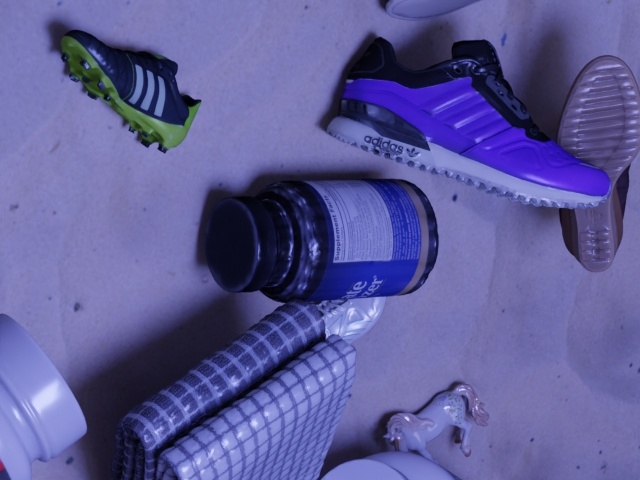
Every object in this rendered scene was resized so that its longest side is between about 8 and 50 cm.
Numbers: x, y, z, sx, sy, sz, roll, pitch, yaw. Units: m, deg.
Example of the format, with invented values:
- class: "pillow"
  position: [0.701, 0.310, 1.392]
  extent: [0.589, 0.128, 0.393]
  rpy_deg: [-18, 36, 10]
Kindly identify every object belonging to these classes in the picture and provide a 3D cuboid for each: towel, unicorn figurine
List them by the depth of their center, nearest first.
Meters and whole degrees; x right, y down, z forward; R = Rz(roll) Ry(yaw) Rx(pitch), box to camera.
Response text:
- class: "towel"
  position: [-0.093, 0.206, 1.861]
  extent: [0.235, 0.121, 0.284]
  rpy_deg: [-36, 158, -29]
- class: "unicorn figurine"
  position: [0.122, 0.219, 2.140]
  extent: [0.162, 0.060, 0.111]
  rpy_deg: [-47, 134, -33]

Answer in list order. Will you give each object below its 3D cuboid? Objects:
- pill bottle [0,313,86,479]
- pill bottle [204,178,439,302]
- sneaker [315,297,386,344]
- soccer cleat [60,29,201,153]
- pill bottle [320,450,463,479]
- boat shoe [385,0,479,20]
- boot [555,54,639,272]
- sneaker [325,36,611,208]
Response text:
- class: "pill bottle"
  position: [-0.359, 0.197, 1.666]
  extent: [0.283, 0.161, 0.161]
  rpy_deg: [-36, 129, -20]
- class: "pill bottle"
  position: [0.000, 0.000, 1.882]
  extent: [0.219, 0.123, 0.123]
  rpy_deg: [-3, 113, -36]
- class: "sneaker"
  position: [0.015, 0.085, 1.984]
  extent: [0.061, 0.053, 0.152]
  rpy_deg: [38, 86, -40]
- class: "soccer cleat"
  position: [-0.173, -0.150, 1.721]
  extent: [0.072, 0.060, 0.179]
  rpy_deg: [-59, 140, -13]
- class: "pill bottle"
  position: [0.108, 0.337, 2.055]
  extent: [0.181, 0.181, 0.323]
  rpy_deg: [-56, 147, -2]
- class: "boat shoe"
  position: [0.146, -0.277, 1.922]
  extent: [0.206, 0.075, 0.065]
  rpy_deg: [-18, 79, -25]
- class: "boot"
  position: [0.292, -0.106, 2.039]
  extent: [0.090, 0.207, 0.248]
  rpy_deg: [2, 114, 3]
- class: "sneaker"
  position: [0.165, -0.126, 1.891]
  extent: [0.293, 0.102, 0.146]
  rpy_deg: [18, 91, -3]
